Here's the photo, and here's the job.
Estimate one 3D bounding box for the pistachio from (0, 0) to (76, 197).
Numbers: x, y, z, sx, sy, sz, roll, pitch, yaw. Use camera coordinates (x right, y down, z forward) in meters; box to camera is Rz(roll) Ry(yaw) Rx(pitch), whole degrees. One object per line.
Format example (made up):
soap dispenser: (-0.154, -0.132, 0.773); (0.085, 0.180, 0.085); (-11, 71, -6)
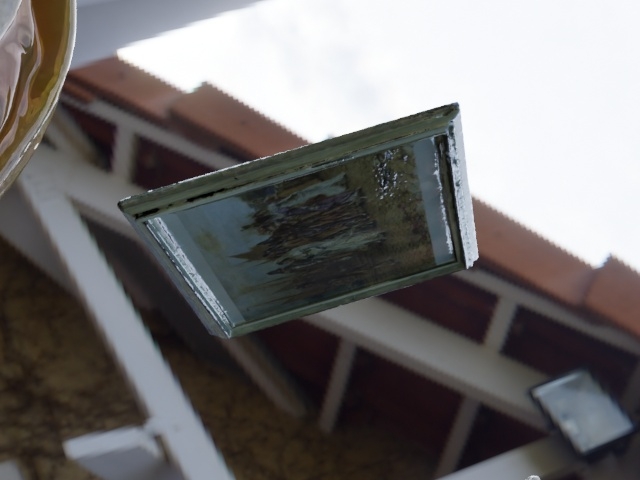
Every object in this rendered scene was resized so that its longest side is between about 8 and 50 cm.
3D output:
pistachio: (-0.260, -0.128, 0.820); (0.230, 0.230, 0.308); (-23, -132, 61)

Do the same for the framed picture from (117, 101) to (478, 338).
framed picture: (0.000, 0.000, 0.964); (0.274, 0.217, 0.017); (64, 11, -68)

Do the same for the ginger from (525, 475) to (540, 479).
ginger: (0.127, 0.279, 1.254); (0.052, 0.176, 0.193); (49, -30, 4)
